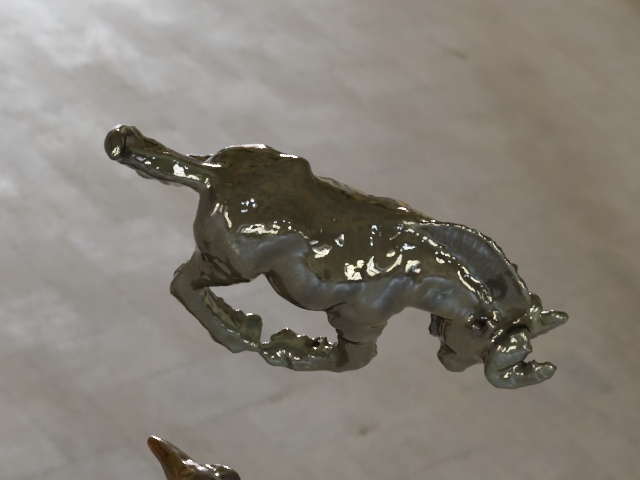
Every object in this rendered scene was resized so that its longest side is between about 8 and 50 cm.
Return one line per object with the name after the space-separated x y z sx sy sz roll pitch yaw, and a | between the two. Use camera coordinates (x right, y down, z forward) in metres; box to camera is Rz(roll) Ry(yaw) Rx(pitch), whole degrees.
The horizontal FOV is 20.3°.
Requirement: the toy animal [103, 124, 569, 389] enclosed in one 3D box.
0.000 0.000 0.834 0.232 0.148 0.084 28 62 -15 | toy animal

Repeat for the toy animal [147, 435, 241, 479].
-0.165 0.191 1.006 0.185 0.122 0.298 34 33 16 | toy animal
